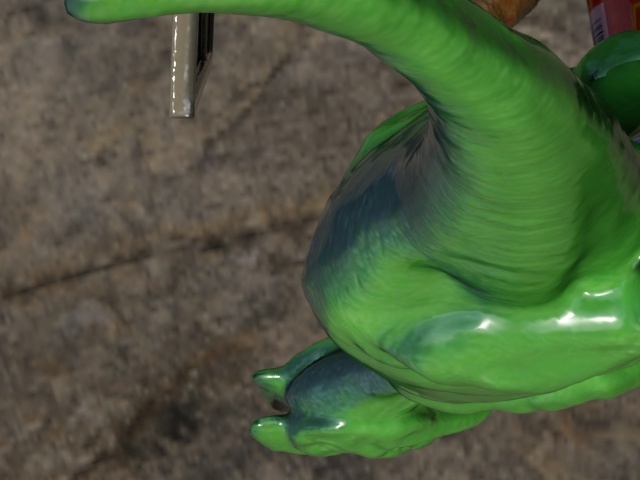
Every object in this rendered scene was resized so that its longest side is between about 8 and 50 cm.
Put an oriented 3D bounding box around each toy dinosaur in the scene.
[{"bbox_3d":[0.000,0.000,0.676,0.374,0.500,0.144,-22,68,38],"label":"toy dinosaur"}]

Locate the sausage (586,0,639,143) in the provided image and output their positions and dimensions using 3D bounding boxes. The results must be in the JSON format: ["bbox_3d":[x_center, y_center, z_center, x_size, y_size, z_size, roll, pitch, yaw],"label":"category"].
[{"bbox_3d":[0.133,-0.080,0.815,0.034,0.034,0.129,-6,68,1],"label":"sausage"}]

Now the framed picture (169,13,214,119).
[{"bbox_3d":[-0.075,-0.237,1.208,0.016,0.289,0.213,3,15,-1],"label":"framed picture"}]

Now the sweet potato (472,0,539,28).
[{"bbox_3d":[0.160,-0.219,1.550,0.072,0.066,0.314,40,54,-15],"label":"sweet potato"}]
